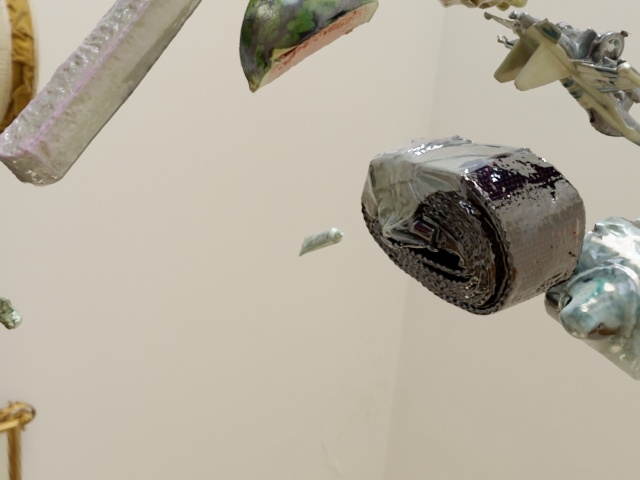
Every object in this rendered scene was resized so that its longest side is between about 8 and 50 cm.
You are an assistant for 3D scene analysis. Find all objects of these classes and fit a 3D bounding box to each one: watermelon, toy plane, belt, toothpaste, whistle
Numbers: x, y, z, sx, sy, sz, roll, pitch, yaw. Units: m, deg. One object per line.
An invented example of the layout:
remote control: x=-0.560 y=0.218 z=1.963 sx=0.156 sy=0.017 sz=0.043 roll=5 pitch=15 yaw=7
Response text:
watermelon: x=0.006 y=-0.366 z=0.930 sx=0.128 sy=0.303 sz=0.159 roll=20 pitch=-41 yaw=37
toy plane: x=0.284 y=-0.165 z=0.595 sx=0.088 sy=0.262 sz=0.192 roll=-65 pitch=-151 yaw=18
belt: x=0.156 y=-0.025 z=0.703 sx=0.289 sy=0.164 sz=0.184 roll=32 pitch=-41 yaw=56
toothpaste: x=0.000 y=0.000 z=1.542 sx=0.218 sy=0.041 sz=0.064 roll=-18 pitch=-132 yaw=58
whistle: x=0.526 y=0.044 z=0.891 sx=0.168 sy=0.405 sz=0.188 roll=43 pitch=-13 yaw=42

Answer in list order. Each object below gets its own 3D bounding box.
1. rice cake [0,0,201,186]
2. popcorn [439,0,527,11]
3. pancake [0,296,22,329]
rice cake: x=-0.133 y=-0.122 z=0.377 sx=0.036 sy=0.047 sz=0.206 roll=29 pitch=-99 yaw=32
popcorn: x=0.219 y=-0.389 z=0.772 sx=0.187 sy=0.185 sz=0.167 roll=44 pitch=-85 yaw=9
pancake: x=-0.298 y=0.024 z=0.465 sx=0.116 sy=0.022 sz=0.129 roll=12 pitch=-43 yaw=37
